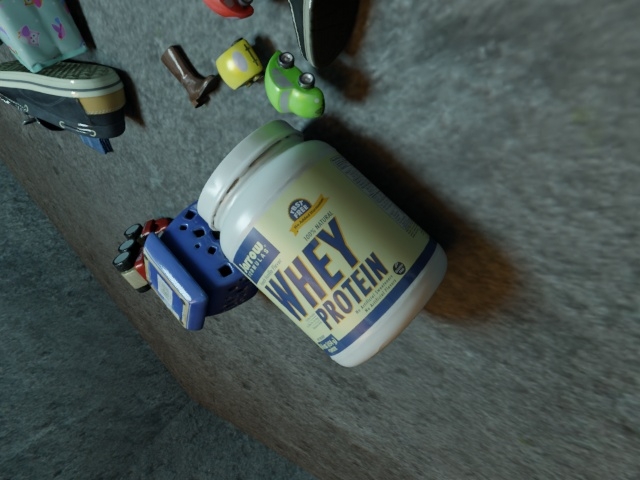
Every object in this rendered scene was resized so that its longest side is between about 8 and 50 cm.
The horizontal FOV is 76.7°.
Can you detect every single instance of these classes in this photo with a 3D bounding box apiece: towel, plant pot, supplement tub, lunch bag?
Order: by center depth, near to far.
[{"bbox_3d":[0.000,0.000,0.621,0.325,0.235,0.235,43,145,3],"label":"supplement tub"},{"bbox_3d":[-0.652,-0.515,0.844,0.262,0.160,0.223,37,152,26],"label":"lunch bag"},{"bbox_3d":[-0.287,0.066,0.981,0.236,0.212,0.236,46,145,11],"label":"plant pot"},{"bbox_3d":[-0.661,-0.299,1.180,0.119,0.029,0.067,28,142,25],"label":"towel"}]

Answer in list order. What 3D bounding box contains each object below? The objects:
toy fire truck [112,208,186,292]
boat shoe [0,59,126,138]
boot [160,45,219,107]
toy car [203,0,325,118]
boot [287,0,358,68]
[{"bbox_3d":[-0.446,-0.003,1.157,0.217,0.246,0.159,-107,-7,-54],"label":"toy fire truck"},{"bbox_3d":[-0.662,-0.355,0.996,0.499,0.187,0.156,19,132,25],"label":"boat shoe"},{"bbox_3d":[-0.241,-0.312,0.733,0.106,0.037,0.114,-20,105,50],"label":"boot"},{"bbox_3d":[-0.083,-0.242,0.545,0.225,0.053,0.239,47,165,13],"label":"toy car"},{"bbox_3d":[-0.046,-0.341,0.468,0.178,0.085,0.236,34,148,28],"label":"boot"}]
